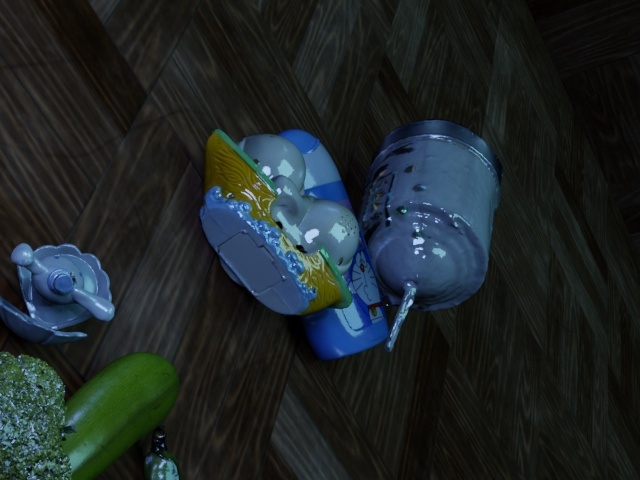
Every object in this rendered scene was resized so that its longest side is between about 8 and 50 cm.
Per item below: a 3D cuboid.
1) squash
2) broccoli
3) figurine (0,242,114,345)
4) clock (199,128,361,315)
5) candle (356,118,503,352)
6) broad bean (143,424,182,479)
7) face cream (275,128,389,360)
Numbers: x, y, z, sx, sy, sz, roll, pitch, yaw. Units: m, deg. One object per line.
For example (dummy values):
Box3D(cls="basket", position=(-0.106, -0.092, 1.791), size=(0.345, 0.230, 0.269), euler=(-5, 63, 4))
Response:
Box3D(cls="squash", position=(-0.176, 0.148, 0.982), size=(0.201, 0.066, 0.066), euler=(-44, 114, -57))
Box3D(cls="broccoli", position=(-0.230, 0.130, 0.827), size=(0.120, 0.131, 0.130), euler=(109, -37, -63))
Box3D(cls="figurine", position=(-0.205, 0.042, 0.961), size=(0.082, 0.094, 0.086), euler=(-64, 179, -6))
Box3D(cls="clock", position=(-0.041, -0.022, 1.292), size=(0.231, 0.103, 0.144), euler=(51, 45, -11))
Box3D(cls="candle", position=(0.130, -0.004, 1.589), size=(0.187, 0.187, 0.330), euler=(58, 29, -29))
Box3D(cls="broad bean", position=(-0.135, 0.264, 1.021), size=(0.069, 0.039, 0.227), euler=(50, 32, -53))
Box3D(cls="face cream", position=(0.000, 0.000, 1.424), size=(0.149, 0.083, 0.264), euler=(-20, 92, -64))
